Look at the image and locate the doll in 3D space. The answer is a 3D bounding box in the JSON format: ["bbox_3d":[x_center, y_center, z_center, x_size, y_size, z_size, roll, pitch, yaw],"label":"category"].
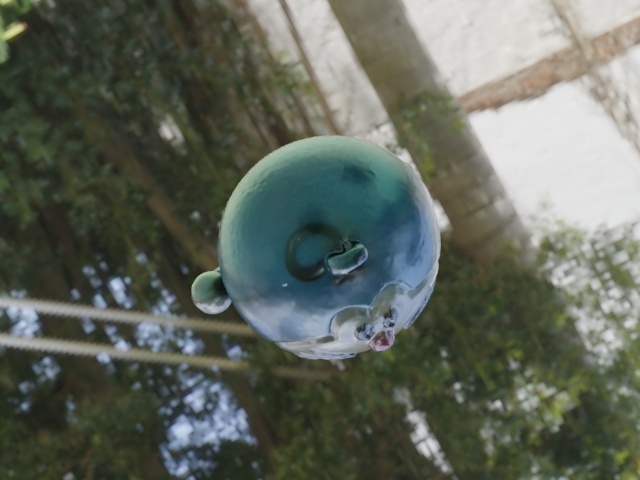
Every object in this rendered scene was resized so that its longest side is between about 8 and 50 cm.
[{"bbox_3d":[0.000,0.000,0.563,0.114,0.085,0.152,-30,-171,-7],"label":"doll"}]
